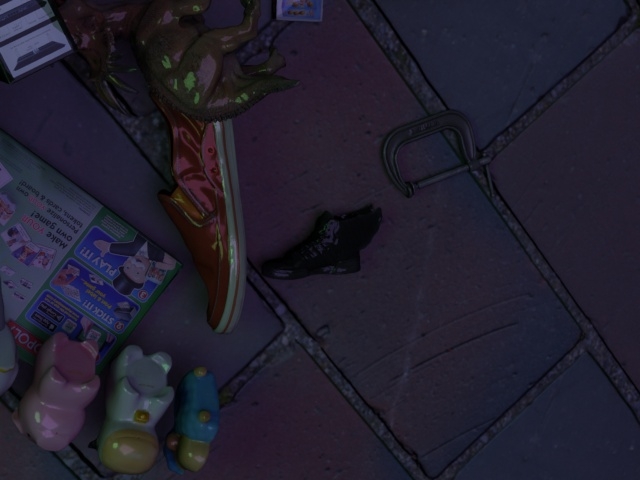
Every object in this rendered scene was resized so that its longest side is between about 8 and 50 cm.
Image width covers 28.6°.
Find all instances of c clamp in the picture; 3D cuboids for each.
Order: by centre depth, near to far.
[{"bbox_3d":[0.162,-0.105,1.709,0.161,0.022,0.137,-15,106,-18],"label":"c clamp"}]

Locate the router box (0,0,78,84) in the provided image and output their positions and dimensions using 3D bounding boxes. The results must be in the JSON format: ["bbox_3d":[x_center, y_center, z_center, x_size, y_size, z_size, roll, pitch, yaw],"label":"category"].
[{"bbox_3d":[-0.371,-0.295,1.309,0.081,0.309,0.243,-30,111,-15],"label":"router box"}]

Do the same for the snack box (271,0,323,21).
[{"bbox_3d":[-0.026,-0.367,1.583,0.064,0.022,0.178,-2,101,-22],"label":"snack box"}]

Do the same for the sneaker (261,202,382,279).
[{"bbox_3d":[0.001,0.000,1.655,0.170,0.051,0.089,-4,102,-25],"label":"sneaker"}]

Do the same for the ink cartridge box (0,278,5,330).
[{"bbox_3d":[-0.507,-0.066,1.314,0.091,0.385,0.308,-26,119,-53],"label":"ink cartridge box"}]

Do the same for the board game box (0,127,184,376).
[{"bbox_3d":[-0.354,0.020,1.522,0.317,0.046,0.213,39,86,-23],"label":"board game box"}]

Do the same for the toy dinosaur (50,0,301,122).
[{"bbox_3d":[-0.165,-0.203,1.444,0.296,0.127,0.200,36,72,17],"label":"toy dinosaur"}]

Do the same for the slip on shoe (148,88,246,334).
[{"bbox_3d":[-0.150,-0.045,1.554,0.101,0.123,0.331,-9,99,-10],"label":"slip on shoe"}]

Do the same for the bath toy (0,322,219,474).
[{"bbox_3d":[-0.299,0.191,1.493,0.348,0.129,0.151,20,49,-26],"label":"bath toy"}]
